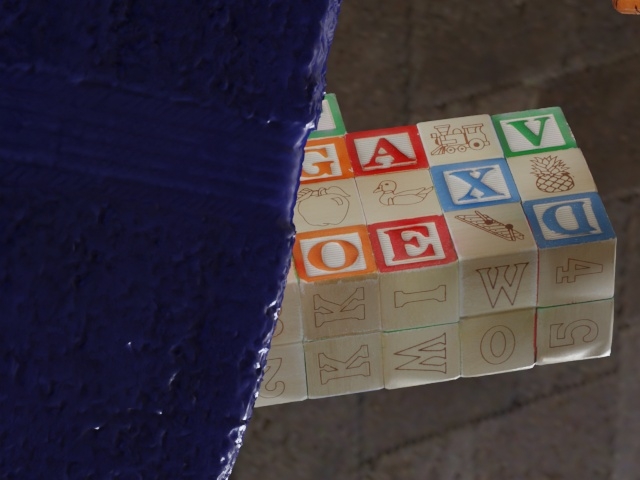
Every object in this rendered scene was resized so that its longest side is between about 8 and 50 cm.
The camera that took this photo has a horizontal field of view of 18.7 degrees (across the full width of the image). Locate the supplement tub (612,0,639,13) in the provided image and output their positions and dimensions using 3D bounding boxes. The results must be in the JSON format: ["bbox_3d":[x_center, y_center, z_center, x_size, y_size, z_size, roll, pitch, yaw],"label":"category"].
[{"bbox_3d":[0.159,-0.246,0.683,0.193,0.193,0.316,-15,100,-35],"label":"supplement tub"}]

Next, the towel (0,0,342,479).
[{"bbox_3d":[-0.106,-0.024,0.782,0.227,0.076,0.308,9,94,-42],"label":"towel"}]

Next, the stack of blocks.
[{"bbox_3d":[0.000,0.000,1.095,0.297,0.171,0.087,-8,129,-4],"label":"stack of blocks"}]
